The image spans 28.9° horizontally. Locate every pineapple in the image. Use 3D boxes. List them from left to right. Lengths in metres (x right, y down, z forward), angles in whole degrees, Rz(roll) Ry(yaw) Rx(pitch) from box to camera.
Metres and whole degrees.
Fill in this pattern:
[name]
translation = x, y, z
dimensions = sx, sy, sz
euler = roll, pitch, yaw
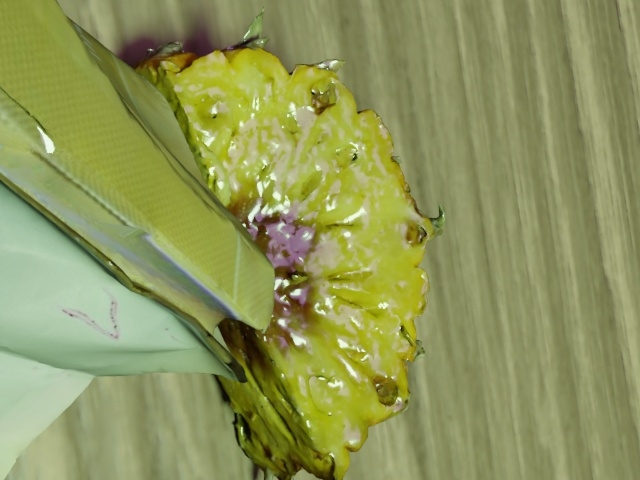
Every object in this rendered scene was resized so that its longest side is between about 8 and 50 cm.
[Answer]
[pineapple]
translation = -0.001, 0.000, 0.619
dimensions = 0.135, 0.079, 0.233
euler = -23, 100, -40

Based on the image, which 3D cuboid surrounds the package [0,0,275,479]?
[package]
translation = -0.138, -0.067, 0.390
dimensions = 0.311, 0.165, 0.221
euler = 45, 42, -45
